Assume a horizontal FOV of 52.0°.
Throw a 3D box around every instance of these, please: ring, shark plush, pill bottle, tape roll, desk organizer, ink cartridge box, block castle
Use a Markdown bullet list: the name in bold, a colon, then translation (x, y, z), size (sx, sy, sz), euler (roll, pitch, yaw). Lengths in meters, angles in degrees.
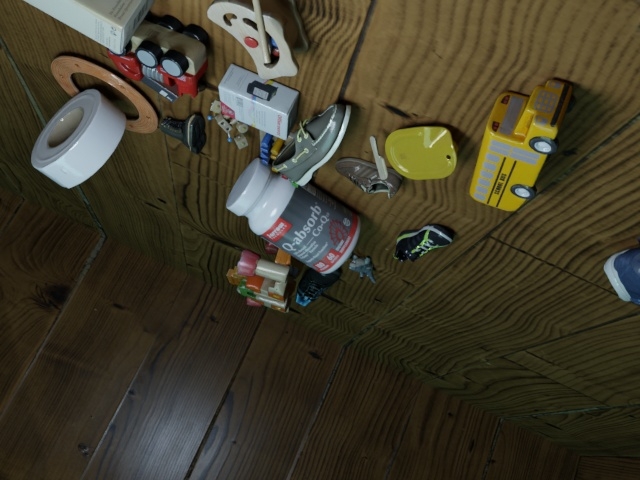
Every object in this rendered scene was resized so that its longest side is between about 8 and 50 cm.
- **ring**: translation (-0.623, -0.428, 1.919), size (0.337, 0.032, 0.336), euler (22, 161, 8)
- **shark plush**: translation (0.148, 0.105, 2.325), size (0.073, 0.067, 0.161), euler (14, 158, 27)
- **pill bottle**: translation (-0.078, -0.073, 1.919), size (0.363, 0.210, 0.210), euler (32, 159, -20)
- **tape roll**: translation (-0.692, -0.292, 1.874), size (0.286, 0.286, 0.100), euler (6, 153, 42)
- **desk organizer**: translation (-0.414, -0.414, 1.672), size (0.130, 0.050, 0.047), euler (33, 159, -22)
- **ink cartridge box**: translation (-0.144, -0.324, 1.552), size (0.175, 0.072, 0.127), euler (23, 160, 3)
- **block castle**: translation (-0.175, 0.052, 2.230), size (0.213, 0.302, 0.453), euler (16, 160, 4)

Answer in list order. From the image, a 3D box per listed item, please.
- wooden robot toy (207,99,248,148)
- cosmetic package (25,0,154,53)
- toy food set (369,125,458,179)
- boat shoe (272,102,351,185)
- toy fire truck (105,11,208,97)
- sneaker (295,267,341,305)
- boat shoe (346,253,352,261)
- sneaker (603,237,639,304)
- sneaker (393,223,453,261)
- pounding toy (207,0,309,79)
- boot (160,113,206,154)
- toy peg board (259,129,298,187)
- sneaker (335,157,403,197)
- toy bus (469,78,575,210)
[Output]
- **wooden robot toy**: translation (-0.244, -0.323, 1.724), size (0.173, 0.076, 0.079), euler (48, -175, -48)
- **cosmetic package**: translation (-0.501, -0.533, 1.312), size (0.310, 0.160, 0.113), euler (28, 159, -12)
- **toy food set**: translation (0.219, -0.206, 1.458), size (0.218, 0.071, 0.128), euler (3, 127, 43)
- **boat shoe**: translation (-0.024, -0.230, 1.545), size (0.091, 0.109, 0.305), euler (23, 149, -15)
- **toy fire truck**: translation (-0.360, -0.407, 1.529), size (0.217, 0.158, 0.246), euler (22, 150, 7)
- **sneaker**: translation (-0.014, 0.175, 2.592), size (0.125, 0.139, 0.341), euler (28, 159, -3)
- **boat shoe**: translation (0.050, 0.048, 2.326), size (0.135, 0.045, 0.050), euler (5, 152, 44)
- **sneaker**: translation (0.810, 0.109, 1.497), size (0.323, 0.130, 0.236), euler (25, 171, -16)
- **sneaker**: translation (0.293, 0.021, 1.892), size (0.084, 0.097, 0.235), euler (31, 160, -19)
- **pounding toy**: translation (-0.133, -0.392, 1.239), size (0.154, 0.154, 0.269), euler (13, 158, 19)
- **boot**: translation (-0.405, -0.323, 1.874), size (0.137, 0.076, 0.198), euler (30, 160, 1)
- **toy peg board**: translation (-0.100, -0.222, 1.757), size (0.161, 0.079, 0.161), euler (23, 160, 4)
- **sneaker**: translation (0.114, -0.159, 1.676), size (0.189, 0.071, 0.066), euler (14, 158, 26)
- **toy bus**: translation (0.379, -0.178, 1.264), size (0.130, 0.108, 0.332), euler (22, 161, 14)
